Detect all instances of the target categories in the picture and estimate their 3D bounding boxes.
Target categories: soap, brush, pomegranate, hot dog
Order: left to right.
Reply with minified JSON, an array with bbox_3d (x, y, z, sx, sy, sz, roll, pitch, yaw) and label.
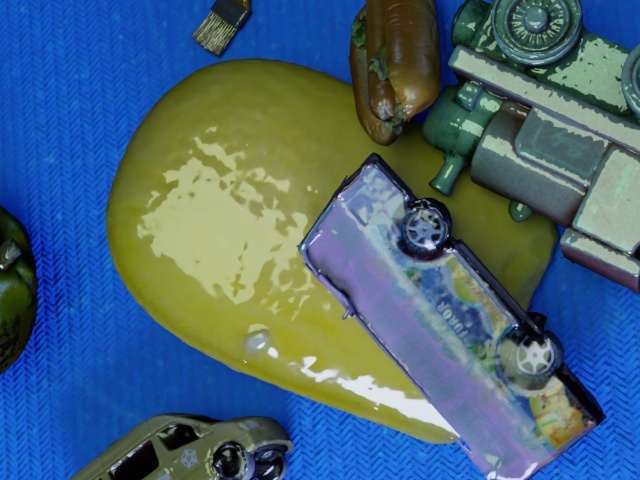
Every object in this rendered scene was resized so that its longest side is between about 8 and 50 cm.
[{"bbox_3d":[-0.416,0.063,1.539,0.204,0.276,0.222,5,60,-16],"label":"pomegranate"},{"bbox_3d":[-0.077,-0.277,1.526,0.043,0.014,0.170,38,97,18],"label":"brush"},{"bbox_3d":[0.001,0.000,1.395,0.427,0.115,0.306,28,90,1],"label":"soap"},{"bbox_3d":[0.066,-0.184,1.362,0.068,0.249,0.100,34,120,-21],"label":"hot dog"}]

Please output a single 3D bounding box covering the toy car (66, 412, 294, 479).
[{"bbox_3d":[-0.155,0.243,1.447,0.257,0.101,0.124,-38,69,14],"label":"toy car"}]

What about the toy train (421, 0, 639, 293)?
[{"bbox_3d":[0.235,-0.105,1.313,0.304,0.150,0.221,28,90,19],"label":"toy train"}]

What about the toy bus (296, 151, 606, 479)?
[{"bbox_3d":[0.115,0.070,1.287,0.138,0.112,0.317,-42,88,7],"label":"toy bus"}]
